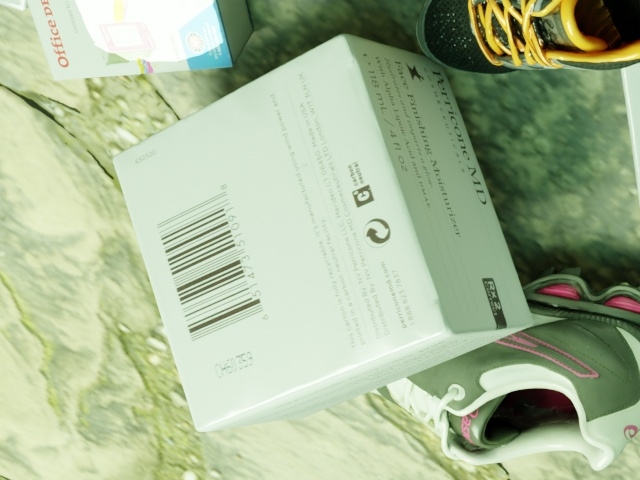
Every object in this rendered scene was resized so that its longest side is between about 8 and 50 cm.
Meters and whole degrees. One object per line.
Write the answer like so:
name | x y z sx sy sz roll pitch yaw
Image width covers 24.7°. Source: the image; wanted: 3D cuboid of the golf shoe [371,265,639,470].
golf shoe | 0.080 0.076 0.935 0.273 0.120 0.105 2 129 26

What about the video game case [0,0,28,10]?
video game case | -0.216 -0.209 0.904 0.087 0.011 0.122 18 127 4

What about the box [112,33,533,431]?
box | 0.000 0.000 0.869 0.182 0.119 0.181 -25 77 28

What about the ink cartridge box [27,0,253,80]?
ink cartridge box | -0.113 -0.149 0.889 0.122 0.052 0.088 -2 125 18

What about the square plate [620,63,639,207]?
square plate | 0.341 -0.004 0.805 0.344 0.049 0.347 9 128 35

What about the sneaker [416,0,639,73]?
sneaker | 0.129 -0.127 0.790 0.215 0.083 0.084 -8 116 46
